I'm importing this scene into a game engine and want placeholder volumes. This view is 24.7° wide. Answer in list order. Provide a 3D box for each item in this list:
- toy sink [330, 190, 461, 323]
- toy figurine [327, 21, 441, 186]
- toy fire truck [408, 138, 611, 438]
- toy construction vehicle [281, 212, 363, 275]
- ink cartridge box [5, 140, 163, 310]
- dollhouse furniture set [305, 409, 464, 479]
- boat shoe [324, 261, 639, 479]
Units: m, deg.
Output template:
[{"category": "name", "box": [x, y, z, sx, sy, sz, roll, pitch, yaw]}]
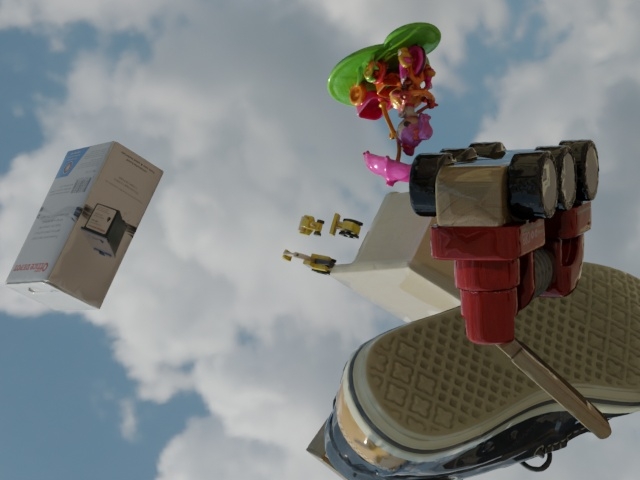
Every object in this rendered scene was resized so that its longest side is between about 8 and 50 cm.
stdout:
[{"category": "toy sink", "box": [0.144, 0.020, 1.916, 0.153, 0.234, 0.131, 32, -106, -19]}, {"category": "toy figurine", "box": [0.099, -0.148, 1.749, 0.130, 0.173, 0.159, 8, -124, -35]}, {"category": "toy fire truck", "box": [0.189, 0.039, 1.294, 0.217, 0.158, 0.246, -17, -74, -65]}, {"category": "toy construction vehicle", "box": [0.000, 0.000, 2.020, 0.035, 0.098, 0.086, 32, -105, -57]}, {"category": "ink cartridge box", "box": [-0.287, -0.016, 1.763, 0.082, 0.139, 0.191, 31, -108, -28]}, {"category": "dollhouse furniture set", "box": [0.118, 0.277, 1.976, 0.212, 0.242, 0.161, 42, -103, -32]}, {"category": "boat shoe", "box": [0.207, 0.145, 1.547, 0.500, 0.156, 0.187, -12, -118, -37]}]
